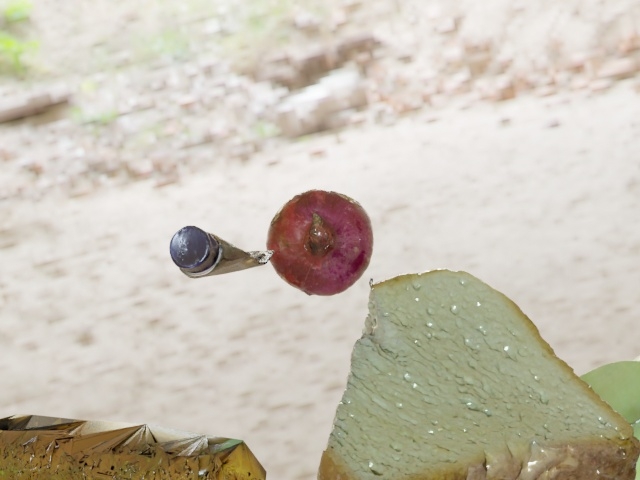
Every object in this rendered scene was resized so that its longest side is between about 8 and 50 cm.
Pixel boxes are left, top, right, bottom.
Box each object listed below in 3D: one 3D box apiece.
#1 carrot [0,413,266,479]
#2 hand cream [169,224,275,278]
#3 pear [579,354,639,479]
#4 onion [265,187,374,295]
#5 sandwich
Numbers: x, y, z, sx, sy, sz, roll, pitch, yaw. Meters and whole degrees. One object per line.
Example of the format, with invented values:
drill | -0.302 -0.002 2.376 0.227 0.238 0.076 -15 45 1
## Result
carrot | -0.130 0.139 1.015 0.229 0.069 0.069 -1 16 40
hand cream | -0.084 0.014 1.383 0.062 0.039 0.163 -14 -8 12
pear | 0.356 0.234 1.573 0.282 0.286 0.176 -32 14 6
onion | 0.000 0.000 1.636 0.107 0.107 0.097 -12 -14 6
sandwich | 0.069 0.133 1.284 0.288 0.099 0.254 -9 40 -35
